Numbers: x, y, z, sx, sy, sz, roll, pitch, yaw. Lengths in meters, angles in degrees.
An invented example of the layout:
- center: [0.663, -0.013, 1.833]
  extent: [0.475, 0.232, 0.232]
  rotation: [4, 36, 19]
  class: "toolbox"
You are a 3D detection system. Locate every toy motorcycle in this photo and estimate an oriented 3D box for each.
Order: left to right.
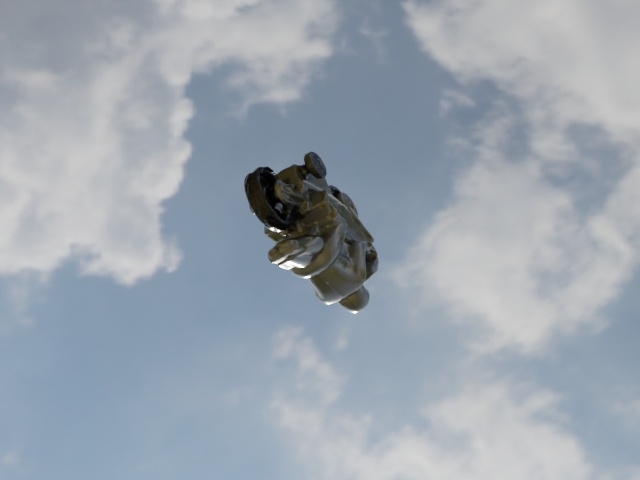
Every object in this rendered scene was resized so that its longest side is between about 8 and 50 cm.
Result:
- center: [0.000, 0.000, 1.326]
  extent: [0.074, 0.228, 0.151]
  rotation: [-27, -103, 18]
  class: "toy motorcycle"
